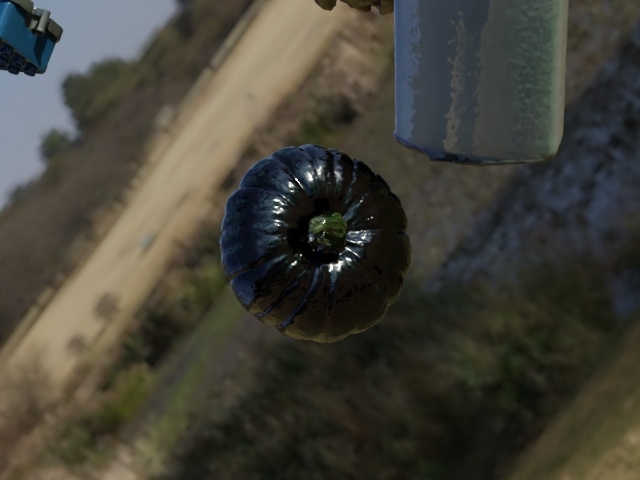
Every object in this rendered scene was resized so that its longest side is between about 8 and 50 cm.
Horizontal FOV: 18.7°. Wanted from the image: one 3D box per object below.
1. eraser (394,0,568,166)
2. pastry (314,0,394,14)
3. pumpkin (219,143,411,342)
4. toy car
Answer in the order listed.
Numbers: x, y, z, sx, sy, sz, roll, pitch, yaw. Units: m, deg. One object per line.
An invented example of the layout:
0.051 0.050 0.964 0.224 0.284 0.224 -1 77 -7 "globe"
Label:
0.172 -0.225 2.101 0.104 0.189 0.290 -56 -28 -49 "eraser"
0.040 -0.423 2.584 0.240 0.132 0.235 90 179 -53 "pastry"
-0.004 0.003 1.889 0.150 0.194 0.194 -8 37 45 "pumpkin"
-0.354 -0.201 1.931 0.097 0.191 0.100 42 -118 -55 "toy car"
